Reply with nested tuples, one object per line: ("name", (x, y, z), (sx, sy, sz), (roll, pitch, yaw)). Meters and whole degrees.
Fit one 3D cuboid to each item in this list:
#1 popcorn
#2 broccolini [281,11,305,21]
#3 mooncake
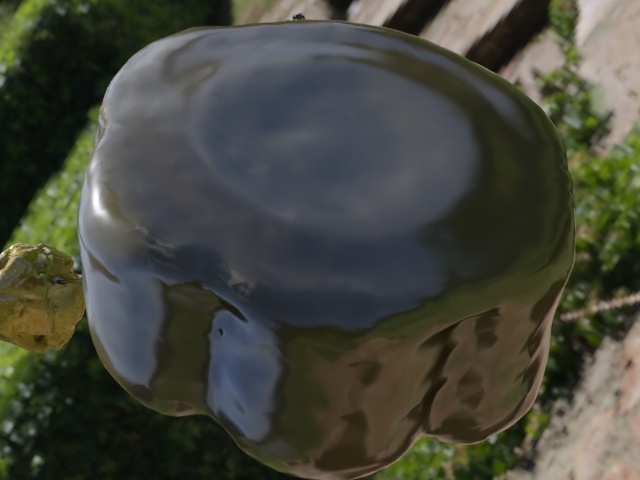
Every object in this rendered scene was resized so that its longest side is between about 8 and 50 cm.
("popcorn", (-0.392, 0.074, 1.893), (0.152, 0.167, 0.148), (1, 61, 49))
("broccolini", (-0.030, -0.227, 1.994), (0.052, 0.054, 0.194), (-168, 69, -79))
("mooncake", (0.000, 0.000, 1.282), (0.467, 0.467, 0.262), (-78, -1, -51))
